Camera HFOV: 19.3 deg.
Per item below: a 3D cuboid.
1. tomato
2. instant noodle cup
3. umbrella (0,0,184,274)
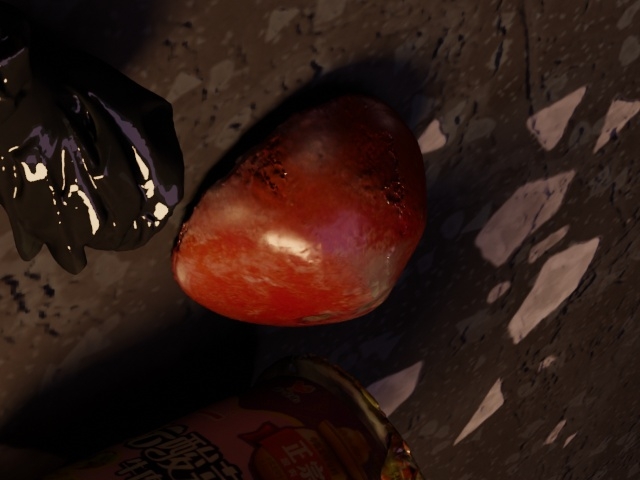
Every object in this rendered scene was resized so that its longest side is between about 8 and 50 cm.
[{"bbox_3d":[0.000,0.000,1.244,0.189,0.099,0.173,-45,154,9],"label":"tomato"},{"bbox_3d":[-0.091,0.264,1.302,0.266,0.340,0.340,-12,141,-29],"label":"instant noodle cup"},{"bbox_3d":[-0.173,-0.090,0.912,0.118,0.118,0.340,-42,143,0],"label":"umbrella"}]
